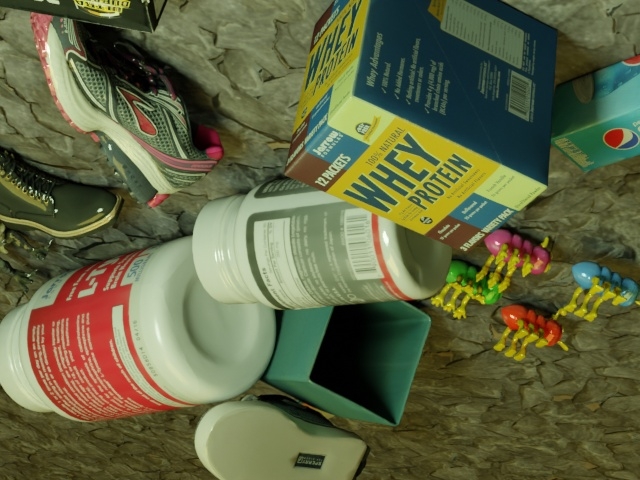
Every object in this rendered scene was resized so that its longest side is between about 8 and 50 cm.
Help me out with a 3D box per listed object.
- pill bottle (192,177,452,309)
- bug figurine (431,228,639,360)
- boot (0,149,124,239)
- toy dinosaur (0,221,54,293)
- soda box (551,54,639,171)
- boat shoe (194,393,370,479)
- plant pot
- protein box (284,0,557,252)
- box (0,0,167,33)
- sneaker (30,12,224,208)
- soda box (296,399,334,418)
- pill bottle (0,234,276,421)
[{"bbox_3d":[0.000,0.000,1.518,0.283,0.161,0.161,-6,146,32],"label":"pill bottle"},{"bbox_3d":[0.272,0.063,1.612,0.216,0.072,0.279,26,154,-11],"label":"bug figurine"},{"bbox_3d":[-0.368,-0.070,1.643,0.198,0.077,0.137,-2,143,23],"label":"boot"},{"bbox_3d":[-0.462,0.015,1.847,0.118,0.064,0.268,26,152,-10],"label":"toy dinosaur"},{"bbox_3d":[0.326,-0.137,1.230,0.210,0.071,0.067,-18,138,43],"label":"soda box"},{"bbox_3d":[-0.089,0.276,1.797,0.158,0.127,0.340,25,178,41],"label":"boat shoe"},{"bbox_3d":[0.003,0.153,1.801,0.165,0.165,0.234,31,159,-30],"label":"plant pot"},{"bbox_3d":[0.098,-0.132,1.191,0.201,0.199,0.136,23,144,-17],"label":"protein box"},{"bbox_3d":[-0.307,-0.322,1.158,0.322,0.079,0.257,10,153,5],"label":"box"},{"bbox_3d":[-0.215,-0.165,1.386,0.112,0.121,0.299,-27,140,8],"label":"sneaker"},{"bbox_3d":[0.033,0.233,2.028,0.063,0.058,0.183,25,150,-21],"label":"soda box"},{"bbox_3d":[-0.279,0.137,1.808,0.408,0.229,0.229,-15,141,40],"label":"pill bottle"}]
